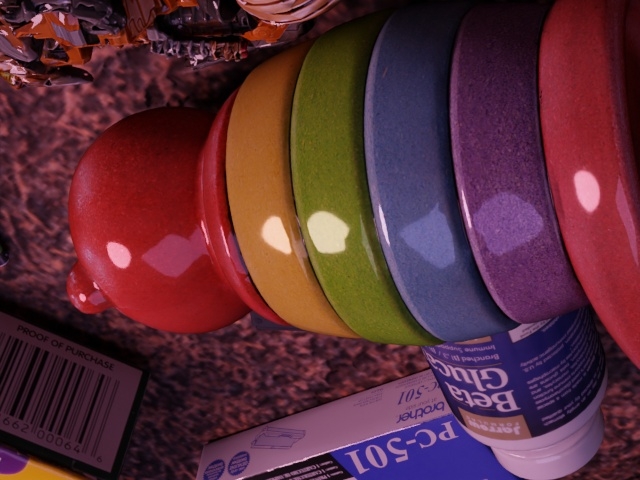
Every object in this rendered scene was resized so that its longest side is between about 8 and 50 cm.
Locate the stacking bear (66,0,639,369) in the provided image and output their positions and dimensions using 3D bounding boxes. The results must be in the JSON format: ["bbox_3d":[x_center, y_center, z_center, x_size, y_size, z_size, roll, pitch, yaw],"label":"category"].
[{"bbox_3d":[0.015,-0.022,0.606,0.289,0.175,0.164,-8,150,25],"label":"stacking bear"}]

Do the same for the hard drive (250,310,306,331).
[{"bbox_3d":[0.000,0.000,0.738,0.094,0.022,0.135,2,135,8],"label":"hard drive"}]

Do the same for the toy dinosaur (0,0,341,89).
[{"bbox_3d":[-0.042,-0.160,0.534,0.322,0.164,0.218,-31,139,13],"label":"toy dinosaur"}]

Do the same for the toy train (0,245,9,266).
[{"bbox_3d":[-0.211,-0.011,0.770,0.024,0.017,0.083,-18,130,12],"label":"toy train"}]

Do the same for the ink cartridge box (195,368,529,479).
[{"bbox_3d":[0.027,0.151,0.869,0.207,0.046,0.097,-23,128,29],"label":"ink cartridge box"}]

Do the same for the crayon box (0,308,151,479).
[{"bbox_3d":[-0.343,0.135,0.877,0.363,0.106,0.313,25,135,-13],"label":"crayon box"}]

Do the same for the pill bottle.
[{"bbox_3d":[0.106,0.057,0.725,0.094,0.094,0.169,-10,132,20],"label":"pill bottle"}]
